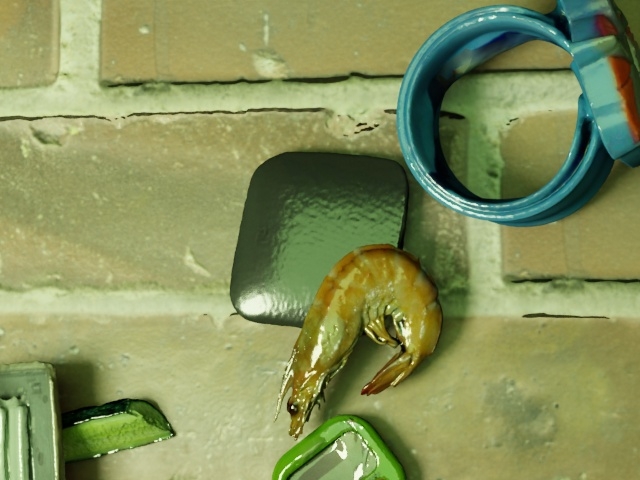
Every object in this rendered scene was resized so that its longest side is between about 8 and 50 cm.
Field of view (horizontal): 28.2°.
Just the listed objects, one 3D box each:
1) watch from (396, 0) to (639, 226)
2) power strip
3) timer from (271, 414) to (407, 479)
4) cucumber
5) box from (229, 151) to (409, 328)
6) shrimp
[{"bbox_3d":[0.214,-0.175,1.412,0.274,0.241,0.305,-25,78,19],"label":"watch"},{"bbox_3d":[-0.381,0.250,1.478,0.198,0.064,0.213,-14,79,38],"label":"power strip"},{"bbox_3d":[0.022,0.276,1.455,0.140,0.047,0.128,-38,79,2],"label":"timer"},{"bbox_3d":[-0.290,0.228,1.509,0.220,0.070,0.046,-16,50,5],"label":"cucumber"},{"bbox_3d":[0.000,0.000,1.502,0.201,0.042,0.213,6,82,11],"label":"box"},{"bbox_3d":[0.038,0.120,1.440,0.150,0.068,0.249,37,94,-1],"label":"shrimp"}]
